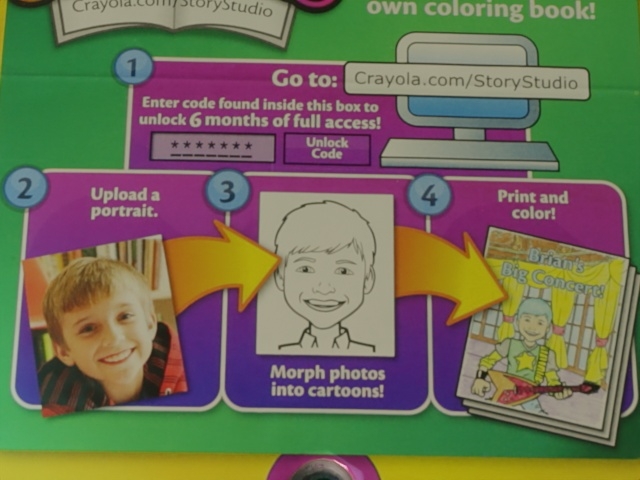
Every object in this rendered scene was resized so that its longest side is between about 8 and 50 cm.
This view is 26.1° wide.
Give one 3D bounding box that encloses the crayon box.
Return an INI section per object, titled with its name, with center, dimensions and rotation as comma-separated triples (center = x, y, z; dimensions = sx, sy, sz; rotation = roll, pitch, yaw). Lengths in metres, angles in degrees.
[crayon box]
center = 0.000, 0.000, 0.630
dimensions = 0.363, 0.106, 0.313
rotation = 1, 72, -2
